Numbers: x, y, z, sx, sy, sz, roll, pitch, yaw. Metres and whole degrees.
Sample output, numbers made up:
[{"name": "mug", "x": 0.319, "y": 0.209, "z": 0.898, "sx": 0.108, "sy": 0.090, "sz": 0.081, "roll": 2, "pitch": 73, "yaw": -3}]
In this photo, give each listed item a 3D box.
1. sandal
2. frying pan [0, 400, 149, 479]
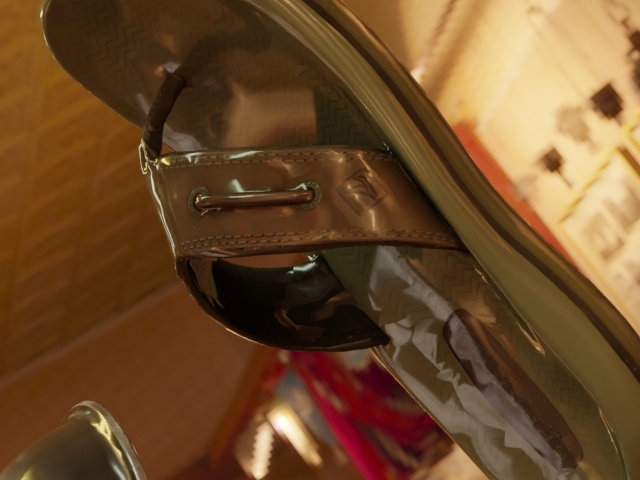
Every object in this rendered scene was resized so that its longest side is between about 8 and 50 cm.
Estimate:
[{"name": "sandal", "x": 0.001, "y": 0.000, "z": 0.639, "sx": 0.086, "sy": 0.303, "sz": 0.120, "roll": -35, "pitch": -19, "yaw": -30}, {"name": "frying pan", "x": -0.073, "y": 0.202, "z": 0.561, "sx": 0.053, "sy": 0.197, "sz": 0.326, "roll": -6, "pitch": -58, "yaw": -20}]
